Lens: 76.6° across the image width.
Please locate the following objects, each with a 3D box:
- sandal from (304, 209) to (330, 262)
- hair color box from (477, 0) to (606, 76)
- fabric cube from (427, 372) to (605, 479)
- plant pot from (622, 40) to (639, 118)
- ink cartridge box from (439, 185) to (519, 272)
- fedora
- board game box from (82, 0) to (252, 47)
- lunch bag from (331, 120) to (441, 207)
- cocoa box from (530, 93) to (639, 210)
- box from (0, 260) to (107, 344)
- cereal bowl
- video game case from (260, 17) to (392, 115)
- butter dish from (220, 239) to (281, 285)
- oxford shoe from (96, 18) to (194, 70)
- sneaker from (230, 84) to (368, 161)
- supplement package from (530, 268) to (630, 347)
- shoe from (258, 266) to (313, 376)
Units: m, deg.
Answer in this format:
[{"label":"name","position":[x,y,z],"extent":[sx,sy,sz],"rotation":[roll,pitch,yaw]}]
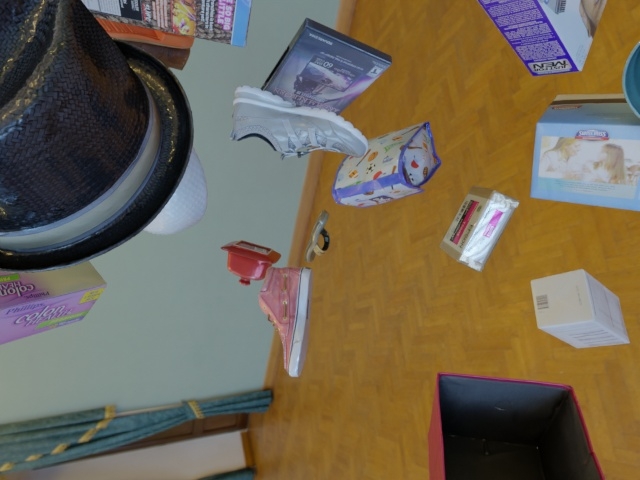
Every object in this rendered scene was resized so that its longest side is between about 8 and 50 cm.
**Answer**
[{"label":"sandal","position":[0.000,0.000,0.928],"extent":[0.180,0.049,0.072],"rotation":[111,180,-55]},{"label":"hair color box","position":[0.400,-0.476,0.738],"extent":[0.110,0.338,0.185],"rotation":[20,89,49]},{"label":"fabric cube","position":[0.342,0.443,0.769],"extent":[0.259,0.254,0.258],"rotation":[-75,-15,-50]},{"label":"plant pot","position":[0.774,-0.361,0.755],"extent":[0.196,0.293,0.293],"rotation":[-49,18,-16]},{"label":"ink cartridge box","position":[0.481,-0.044,1.253],"extent":[0.193,0.088,0.235],"rotation":[-85,19,-79]},{"label":"fedora","position":[-0.297,-0.140,0.419],"extent":[0.152,0.333,0.334],"rotation":[110,153,-65]},{"label":"board game box","position":[-0.249,-0.482,0.656],"extent":[0.232,0.290,0.141],"rotation":[127,143,-60]},{"label":"lunch bag","position":[0.258,-0.276,1.606],"extent":[0.327,0.385,0.239],"rotation":[-12,113,38]},{"label":"cocoa box","position":[0.763,-0.235,1.049],"extent":[0.347,0.228,0.232],"rotation":[14,132,37]},{"label":"box","position":[-0.579,0.053,0.752],"extent":[0.243,0.213,0.117],"rotation":[46,109,11]},{"label":"cereal bowl","position":[-0.450,-0.157,1.007],"extent":[0.338,0.141,0.339],"rotation":[21,129,28]},{"label":"video game case","position":[-0.007,-0.344,0.882],"extent":[0.274,0.196,0.026],"rotation":[-28,57,57]},{"label":"butter dish","position":[-0.207,0.073,1.175],"extent":[0.160,0.159,0.118],"rotation":[-75,0,-83]},{"label":"oxford shoe","position":[-0.512,-0.509,1.066],"extent":[0.130,0.363,0.133],"rotation":[54,136,26]},{"label":"sneaker","position":[-0.044,-0.206,0.809],"extent":[0.105,0.281,0.115],"rotation":[-128,55,-88]},{"label":"supplement package","position":[0.695,0.192,1.086],"extent":[0.133,0.244,0.139],"rotation":[-25,49,45]},{"label":"shoe","position":[-0.061,0.130,0.672],"extent":[0.063,0.081,0.178],"rotation":[62,-148,-74]}]
